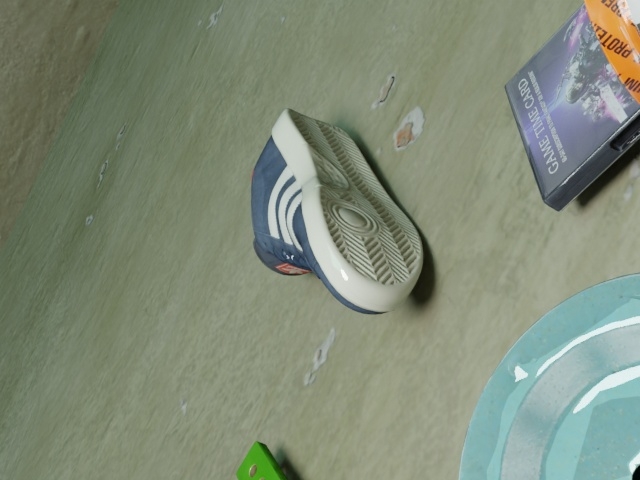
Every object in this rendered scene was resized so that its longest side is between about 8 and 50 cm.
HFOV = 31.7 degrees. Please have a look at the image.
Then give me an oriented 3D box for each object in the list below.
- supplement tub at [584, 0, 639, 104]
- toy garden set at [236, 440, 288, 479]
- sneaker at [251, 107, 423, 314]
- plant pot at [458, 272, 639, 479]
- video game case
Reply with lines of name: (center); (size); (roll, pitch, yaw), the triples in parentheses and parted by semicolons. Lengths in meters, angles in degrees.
supplement tub: (0.340, -0.201, 0.671); (0.338, 0.207, 0.207); (-23, 49, 41)
toy garden set: (-0.074, 0.354, 1.101); (0.244, 0.049, 0.204); (-59, 28, 7)
sneaker: (0.000, 0.000, 1.184); (0.148, 0.131, 0.350); (-60, 24, 22)
plant pot: (0.210, 0.139, 0.551); (0.272, 0.255, 0.271); (-24, 52, 35)
video game case: (0.270, -0.174, 0.948); (0.274, 0.026, 0.196); (-48, 26, 28)
